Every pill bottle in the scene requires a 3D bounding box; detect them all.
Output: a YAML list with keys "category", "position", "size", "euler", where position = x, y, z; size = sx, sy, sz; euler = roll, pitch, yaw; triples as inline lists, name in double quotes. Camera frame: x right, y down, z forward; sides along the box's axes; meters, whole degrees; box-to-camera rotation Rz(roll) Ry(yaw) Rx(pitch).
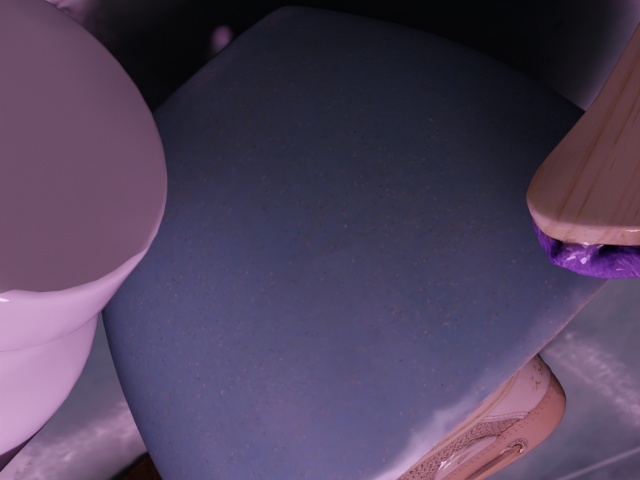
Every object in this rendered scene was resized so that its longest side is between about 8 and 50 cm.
- category: "pill bottle"
  position: [-0.233, 0.045, 0.922]
  size: [0.210, 0.210, 0.363]
  euler: [19, 139, -26]

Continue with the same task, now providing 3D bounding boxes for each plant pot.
- category: "plant pot"
  position: [0.000, 0.000, 0.967]
  size: [0.195, 0.290, 0.290]
  euler: [47, 114, 0]

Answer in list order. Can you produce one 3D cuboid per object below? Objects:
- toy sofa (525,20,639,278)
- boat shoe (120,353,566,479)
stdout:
- category: "toy sofa"
  position: [0.246, -0.081, 0.876]
  size: [0.177, 0.362, 0.150]
  euler: [16, 154, 27]
- category: "boat shoe"
  position: [-0.009, 0.162, 1.181]
  size: [0.341, 0.121, 0.110]
  euler: [-32, 129, 15]
